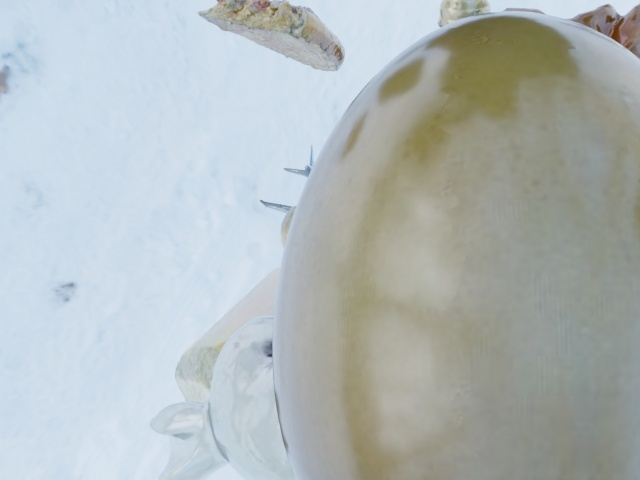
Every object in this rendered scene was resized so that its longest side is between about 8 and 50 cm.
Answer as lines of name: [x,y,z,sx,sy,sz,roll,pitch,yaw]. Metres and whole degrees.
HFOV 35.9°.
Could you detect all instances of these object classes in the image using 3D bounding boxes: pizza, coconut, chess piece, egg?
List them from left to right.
pizza: [-0.062,-0.279,1.258,0.198,0.188,0.062,20,87,12]
coconut: [-0.020,0.150,1.167,0.244,0.239,0.239,-41,89,-23]
chess piece: [0.153,-0.308,1.029,0.060,0.060,0.172,-1,116,0]
egg: [0.100,0.044,0.513,0.250,0.250,0.323,0,93,0]

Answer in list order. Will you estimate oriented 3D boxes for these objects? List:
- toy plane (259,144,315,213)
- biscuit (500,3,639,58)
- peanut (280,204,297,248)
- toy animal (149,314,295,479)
toy plane: [0.016,-0.051,1.625,0.226,0.058,0.226,-5,128,25]
biscuit: [0.275,-0.046,0.814,0.312,0.110,0.318,-4,75,11]
peanut: [0.000,0.000,1.198,0.087,0.207,0.087,-1,80,5]
toy animal: [0.025,0.163,0.761,0.310,0.183,0.247,32,131,10]
